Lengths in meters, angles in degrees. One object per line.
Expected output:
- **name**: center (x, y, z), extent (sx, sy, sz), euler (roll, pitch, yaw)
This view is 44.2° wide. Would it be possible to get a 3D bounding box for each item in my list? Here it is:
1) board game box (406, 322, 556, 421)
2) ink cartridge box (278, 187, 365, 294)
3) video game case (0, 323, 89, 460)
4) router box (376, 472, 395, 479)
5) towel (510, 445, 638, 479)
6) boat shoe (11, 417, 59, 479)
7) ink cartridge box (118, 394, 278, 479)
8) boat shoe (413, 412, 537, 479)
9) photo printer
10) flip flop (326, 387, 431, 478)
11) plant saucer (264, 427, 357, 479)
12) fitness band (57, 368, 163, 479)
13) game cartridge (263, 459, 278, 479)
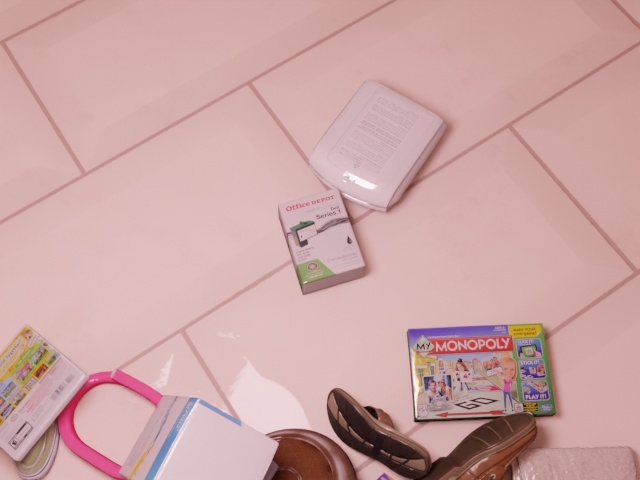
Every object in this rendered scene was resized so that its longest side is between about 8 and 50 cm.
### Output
- **board game box**: center (0.366, 0.304, 1.819), extent (0.317, 0.046, 0.213), euler (-3, 69, -1)
- **ink cartridge box**: center (0.000, 0.000, 1.918), extent (0.160, 0.092, 0.219), euler (-17, 69, -7)
- **video game case**: center (-0.653, 0.330, 1.728), extent (0.206, 0.026, 0.227), euler (33, 77, 21)
- **router box**: center (0.143, 0.668, 1.585), extent (0.243, 0.081, 0.309), euler (-39, 102, -14)
- **towel**: center (0.559, 0.544, 1.719), extent (0.282, 0.049, 0.187), euler (-2, 69, -1)
- **boat shoe**: center (-0.649, 0.381, 1.772), extent (0.109, 0.094, 0.302), euler (-4, 68, -1)
- **ink cartridge box**: center (-0.256, 0.450, 1.617), extent (0.198, 0.270, 0.197), euler (34, 68, -18)
- **boat shoe**: center (0.349, 0.492, 1.719), extent (0.307, 0.111, 0.104), euler (-31, 100, -3)
- **photo printer**: center (0.137, -0.233, 2.000), extent (0.256, 0.107, 0.307), euler (31, 70, 12)
- **flip flop**: center (0.130, 0.422, 1.750), extent (0.277, 0.112, 0.080), euler (28, 31, 22)
- **plant saucer**: center (-0.077, 0.529, 1.672), extent (0.311, 0.050, 0.310), euler (-8, 47, 9)
- **fitness band**: center (-0.451, 0.416, 1.778), extent (0.291, 0.054, 0.209), euler (27, 71, 12)
- **game cartridge**: center (-0.134, 0.483, 1.685), extent (0.083, 0.017, 0.056), euler (17, 51, 27)
